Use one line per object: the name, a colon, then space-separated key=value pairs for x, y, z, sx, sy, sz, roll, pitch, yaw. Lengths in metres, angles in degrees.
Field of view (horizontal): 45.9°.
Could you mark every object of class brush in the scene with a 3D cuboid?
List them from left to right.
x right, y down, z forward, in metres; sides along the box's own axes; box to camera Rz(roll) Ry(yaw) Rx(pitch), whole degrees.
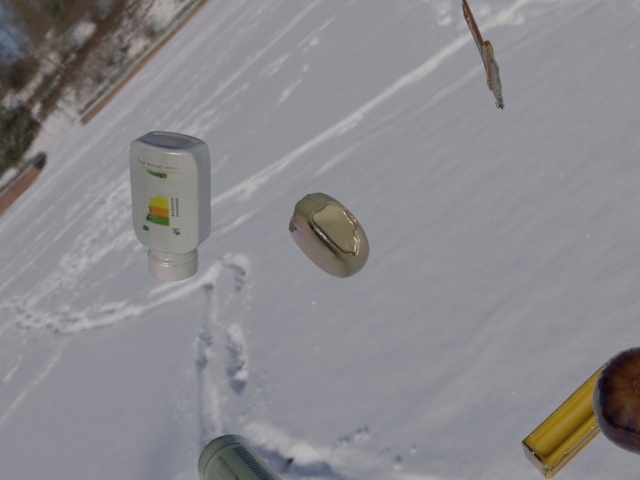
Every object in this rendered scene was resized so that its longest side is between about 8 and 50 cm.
brush: x=0.283 y=-0.348 z=1.336 sx=0.017 sy=0.090 sz=0.314 roll=-11 pitch=42 yaw=6

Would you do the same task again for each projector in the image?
projector: x=-0.088 y=0.438 z=1.231 sx=0.108 sy=0.108 sz=0.337 roll=-47 pitch=34 yaw=-12

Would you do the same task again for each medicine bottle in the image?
medicine bottle: x=-0.308 y=-0.068 z=1.557 sx=0.161 sy=0.296 sz=0.111 roll=14 pitch=30 yaw=17

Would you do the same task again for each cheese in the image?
cheese: x=0.000 y=0.000 z=1.375 sx=0.082 sy=0.163 sz=0.286 roll=-41 pitch=4 yaw=-14

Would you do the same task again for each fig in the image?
fig: x=0.451 y=0.235 z=1.052 sx=0.202 sy=0.149 sz=0.148 roll=99 pitch=-179 yaw=-48

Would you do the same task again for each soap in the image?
soap: x=0.651 y=0.455 z=1.907 sx=0.324 sy=0.204 sz=0.096 roll=-41 pitch=61 yaw=-6
